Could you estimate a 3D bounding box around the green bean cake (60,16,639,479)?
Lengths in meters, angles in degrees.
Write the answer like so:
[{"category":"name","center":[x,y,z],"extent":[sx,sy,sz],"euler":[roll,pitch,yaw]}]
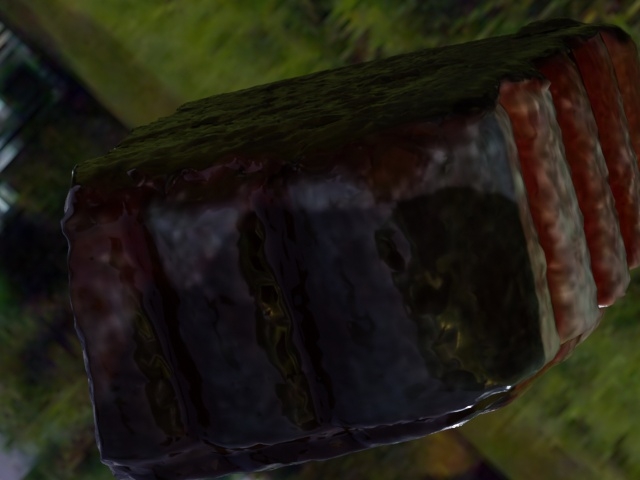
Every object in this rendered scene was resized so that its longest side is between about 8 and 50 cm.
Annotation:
[{"category":"green bean cake","center":[0.000,0.000,0.527],"extent":[0.233,0.199,0.097],"euler":[-37,-66,-67]}]
